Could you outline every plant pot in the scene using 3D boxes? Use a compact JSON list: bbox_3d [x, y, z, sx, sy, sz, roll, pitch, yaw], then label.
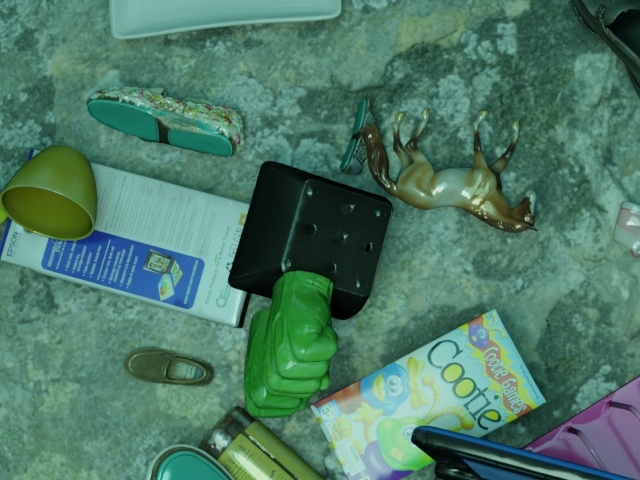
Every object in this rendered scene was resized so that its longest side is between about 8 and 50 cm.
[{"bbox_3d":[-0.367,-0.075,1.576,0.134,0.134,0.095,9,59,7],"label":"plant pot"},{"bbox_3d":[0.000,0.000,1.531,0.187,0.167,0.188,17,85,-14],"label":"plant pot"}]

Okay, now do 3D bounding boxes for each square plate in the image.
[{"bbox_3d":[-0.149,-0.478,1.698,0.347,0.049,0.344,-4,82,5],"label":"square plate"}]

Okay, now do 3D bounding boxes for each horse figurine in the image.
[{"bbox_3d":[0.181,-0.101,1.607,0.263,0.066,0.175,5,77,4],"label":"horse figurine"}]

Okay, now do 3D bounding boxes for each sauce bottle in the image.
[{"bbox_3d":[-0.021,0.376,1.539,0.344,0.111,0.111,41,88,10],"label":"sauce bottle"}]

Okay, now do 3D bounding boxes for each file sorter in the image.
[{"bbox_3d":[0.440,0.291,1.468,0.290,0.182,0.202,-32,81,1],"label":"file sorter"}]

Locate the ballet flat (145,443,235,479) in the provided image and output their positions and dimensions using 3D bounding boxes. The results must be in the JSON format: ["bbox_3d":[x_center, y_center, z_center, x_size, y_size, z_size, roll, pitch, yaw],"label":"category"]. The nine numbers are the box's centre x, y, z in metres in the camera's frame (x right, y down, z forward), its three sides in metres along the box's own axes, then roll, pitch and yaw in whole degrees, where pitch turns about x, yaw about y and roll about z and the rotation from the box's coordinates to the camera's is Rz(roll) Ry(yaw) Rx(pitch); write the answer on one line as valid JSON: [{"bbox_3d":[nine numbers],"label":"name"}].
[{"bbox_3d":[-0.111,0.449,1.506,0.139,0.139,0.400,-37,93,0],"label":"ballet flat"}]

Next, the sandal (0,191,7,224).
[{"bbox_3d":[-0.608,-0.064,1.659,0.317,0.126,0.138,33,117,18],"label":"sandal"}]

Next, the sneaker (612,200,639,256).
[{"bbox_3d":[0.472,0.000,1.571,0.134,0.051,0.070,21,87,11],"label":"sneaker"}]

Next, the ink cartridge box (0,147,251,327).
[{"bbox_3d":[-0.268,-0.004,1.639,0.370,0.069,0.176,15,84,5],"label":"ink cartridge box"}]

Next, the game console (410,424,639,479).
[{"bbox_3d":[0.249,0.353,1.329,0.293,0.250,0.173,11,73,24],"label":"game console"}]

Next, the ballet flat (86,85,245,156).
[{"bbox_3d":[-0.221,-0.183,1.661,0.240,0.091,0.077,17,54,4],"label":"ballet flat"}]

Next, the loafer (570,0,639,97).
[{"bbox_3d":[0.443,-0.303,1.595,0.096,0.084,0.268,-33,81,1],"label":"loafer"}]

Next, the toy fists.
[{"bbox_3d":[-0.041,0.153,1.493,0.096,0.279,0.142,13,65,-12],"label":"toy fists"}]

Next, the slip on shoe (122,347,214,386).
[{"bbox_3d":[-0.221,0.184,1.621,0.135,0.041,0.052,12,84,7],"label":"slip on shoe"}]

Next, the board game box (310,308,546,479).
[{"bbox_3d":[0.145,0.220,1.527,0.275,0.142,0.144,-28,81,2],"label":"board game box"}]

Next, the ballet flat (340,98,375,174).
[{"bbox_3d":[0.062,-0.149,1.642,0.041,0.041,0.114,16,85,8],"label":"ballet flat"}]
